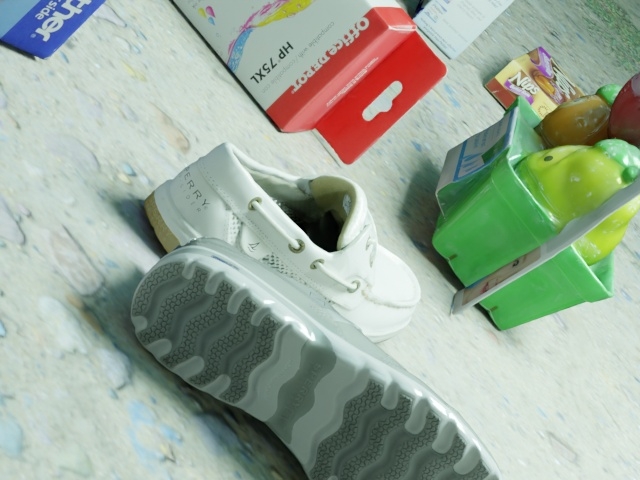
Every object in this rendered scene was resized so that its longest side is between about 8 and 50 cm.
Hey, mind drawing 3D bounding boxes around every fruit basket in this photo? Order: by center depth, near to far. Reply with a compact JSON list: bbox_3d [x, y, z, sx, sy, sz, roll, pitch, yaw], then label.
[{"bbox_3d":[0.262,-0.091,1.661,0.165,0.353,0.327,45,21,-8],"label":"fruit basket"}]

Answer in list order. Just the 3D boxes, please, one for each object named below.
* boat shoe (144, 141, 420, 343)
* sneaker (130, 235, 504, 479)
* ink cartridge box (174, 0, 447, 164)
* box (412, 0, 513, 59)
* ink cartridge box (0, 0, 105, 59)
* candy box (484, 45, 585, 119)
[{"bbox_3d":[0.000,0.000,1.331,0.277,0.096,0.098,21,32,-51],"label":"boat shoe"},{"bbox_3d":[0.013,0.087,1.179,0.281,0.105,0.115,43,20,-10],"label":"sneaker"},{"bbox_3d":[-0.016,-0.188,1.597,0.231,0.134,0.078,50,19,10],"label":"ink cartridge box"},{"bbox_3d":[0.183,-0.297,2.203,0.072,0.137,0.126,43,20,-9],"label":"box"},{"bbox_3d":[-0.206,-0.287,1.201,0.395,0.270,0.151,20,35,-51],"label":"ink cartridge box"},{"bbox_3d":[0.272,-0.175,2.280,0.109,0.053,0.187,48,21,4],"label":"candy box"}]
